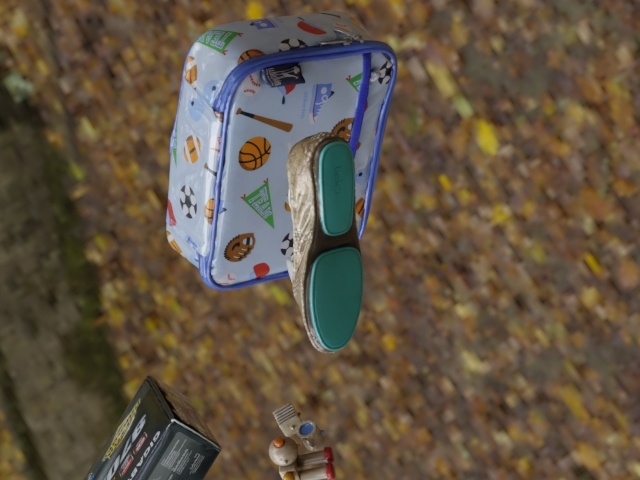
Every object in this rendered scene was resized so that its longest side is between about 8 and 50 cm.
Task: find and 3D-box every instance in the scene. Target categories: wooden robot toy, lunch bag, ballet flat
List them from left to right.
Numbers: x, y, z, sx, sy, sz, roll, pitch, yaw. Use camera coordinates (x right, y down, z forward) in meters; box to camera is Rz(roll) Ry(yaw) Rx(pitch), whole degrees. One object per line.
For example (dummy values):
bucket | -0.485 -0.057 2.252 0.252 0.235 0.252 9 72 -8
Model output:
lunch bag | -0.036 -0.102 1.808 0.115 0.243 0.303 45 134 42
wooden robot toy | -0.030 0.256 2.049 0.173 0.076 0.079 -96 -17 -45
ballet flat | 0.000 0.000 1.566 0.067 0.073 0.206 14 105 52

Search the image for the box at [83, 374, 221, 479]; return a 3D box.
box | -0.171 0.232 1.401 0.051 0.220 0.175 32 180 -14
